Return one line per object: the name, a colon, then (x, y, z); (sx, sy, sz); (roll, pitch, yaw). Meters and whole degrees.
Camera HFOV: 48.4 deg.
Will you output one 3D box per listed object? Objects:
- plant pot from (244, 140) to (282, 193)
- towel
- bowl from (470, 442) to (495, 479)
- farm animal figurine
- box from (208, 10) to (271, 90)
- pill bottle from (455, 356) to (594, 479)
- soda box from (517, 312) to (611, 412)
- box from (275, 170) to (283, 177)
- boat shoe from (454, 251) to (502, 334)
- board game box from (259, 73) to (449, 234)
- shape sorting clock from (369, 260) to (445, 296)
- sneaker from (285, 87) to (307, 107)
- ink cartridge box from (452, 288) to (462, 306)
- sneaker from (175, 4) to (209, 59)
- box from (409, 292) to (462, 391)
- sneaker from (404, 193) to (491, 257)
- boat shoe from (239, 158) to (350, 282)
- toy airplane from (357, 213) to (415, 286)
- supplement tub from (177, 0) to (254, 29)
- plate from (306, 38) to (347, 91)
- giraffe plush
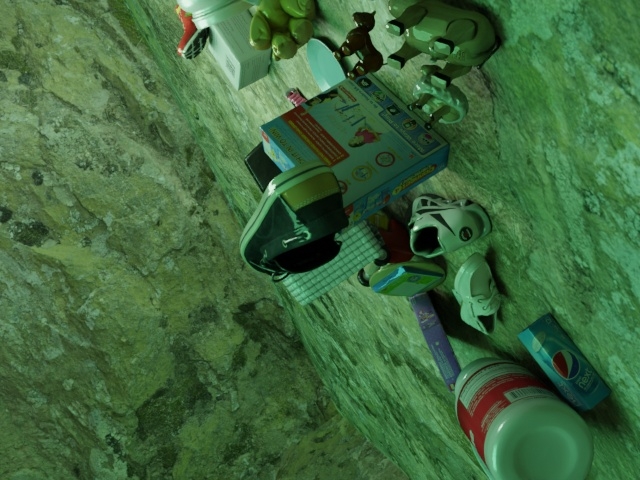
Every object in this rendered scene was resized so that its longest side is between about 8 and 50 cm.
plant pot: (-0.153, -0.254, 2.389); (0.188, 0.167, 0.187); (58, 175, -4)
towel: (0.000, 0.000, 1.824); (0.235, 0.283, 0.121); (54, -160, -1)
bowl: (0.554, 0.587, 1.912); (0.289, 0.156, 0.289); (51, 162, 23)
farm animal figurine: (0.173, -0.400, 1.233); (0.326, 0.172, 0.330); (41, 152, 14)
box: (-0.249, -0.592, 2.184); (0.182, 0.119, 0.181); (56, 164, 8)
pill bottle: (0.451, 0.419, 1.679); (0.229, 0.229, 0.408); (61, -179, -9)
soda box: (0.529, 0.267, 1.554); (0.210, 0.067, 0.071); (54, 164, 13)
box: (-0.018, -0.139, 2.191); (0.103, 0.184, 0.261); (20, 145, 31)
boat shoe: (0.387, 0.132, 1.689); (0.096, 0.098, 0.277); (43, 166, 36)
board game box: (0.073, -0.209, 1.602); (0.308, 0.302, 0.086); (49, 162, 29)
shape sorting clock: (0.234, 0.103, 1.929); (0.206, 0.206, 0.040); (93, 170, -64)
sneaker: (-0.057, -0.401, 2.123); (0.119, 0.047, 0.057); (55, -179, 21)
ink cartridge box: (0.391, 0.170, 1.854); (0.115, 0.029, 0.063); (61, 164, -6)
sneaker: (-0.394, -0.676, 2.188); (0.118, 0.279, 0.107); (18, 156, -3)
box: (0.319, 0.261, 1.991); (0.293, 0.057, 0.201); (-95, -19, -71)
sneaker: (0.253, -0.029, 1.695); (0.122, 0.146, 0.330); (59, 166, -10)
boat shoe: (-0.053, 0.001, 1.498); (0.156, 0.186, 0.500); (61, 160, 11)
toy airplane: (0.044, -0.072, 2.005); (0.386, 0.272, 0.384); (-6, 134, 36)
supplement tub: (-0.307, -0.744, 1.875); (0.228, 0.228, 0.316); (27, 145, 61)
plate: (0.025, -0.435, 1.833); (0.188, 0.024, 0.188); (52, 164, 22)
giraffe plush: (-0.097, -0.536, 1.804); (0.210, 0.181, 0.170); (42, -178, 16)
